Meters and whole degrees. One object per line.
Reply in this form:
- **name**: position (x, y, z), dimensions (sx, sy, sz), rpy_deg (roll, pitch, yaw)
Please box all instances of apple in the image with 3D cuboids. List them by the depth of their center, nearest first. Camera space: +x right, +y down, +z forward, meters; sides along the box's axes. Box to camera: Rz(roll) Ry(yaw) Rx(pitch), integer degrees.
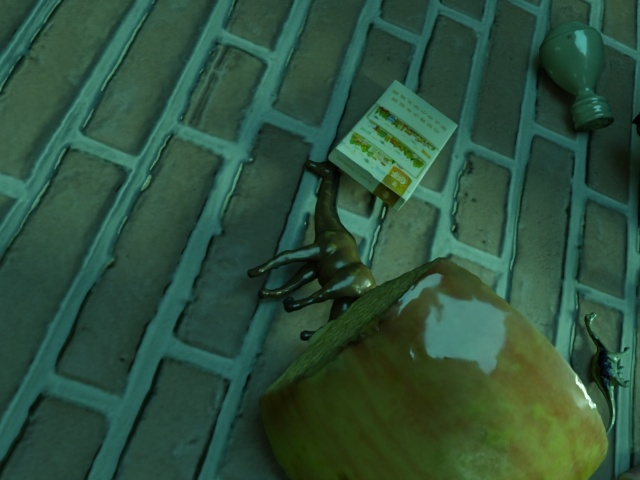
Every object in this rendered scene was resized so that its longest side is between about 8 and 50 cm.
- **apple**: position (0.128, 0.194, 0.836), dimensions (0.309, 0.314, 0.252), rpy_deg (49, 19, -1)

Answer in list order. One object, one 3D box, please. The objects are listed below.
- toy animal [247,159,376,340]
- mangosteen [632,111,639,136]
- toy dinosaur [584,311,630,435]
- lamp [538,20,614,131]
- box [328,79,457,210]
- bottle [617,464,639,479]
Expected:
- **toy animal**: position (0.000, 0.000, 1.006), dimensions (0.230, 0.066, 0.224), rpy_deg (-34, 64, -30)
- **mangosteen**: position (0.729, -0.140, 1.210), dimensions (0.381, 0.381, 0.421), rpy_deg (-29, 46, -32)
- **toy dinosaur**: position (0.398, 0.182, 1.075), dimensions (0.058, 0.037, 0.180), rpy_deg (0, 52, 5)
- **lamp**: position (0.430, -0.276, 1.316), dimensions (0.106, 0.106, 0.193), rpy_deg (-3, 72, -23)
- **box**: position (0.109, -0.142, 1.126), dimensions (0.122, 0.032, 0.220), rpy_deg (38, 45, 0)
- **bottle**: position (0.427, 0.304, 1.011), dimensions (0.096, 0.045, 0.045), rpy_deg (-14, 68, -30)
